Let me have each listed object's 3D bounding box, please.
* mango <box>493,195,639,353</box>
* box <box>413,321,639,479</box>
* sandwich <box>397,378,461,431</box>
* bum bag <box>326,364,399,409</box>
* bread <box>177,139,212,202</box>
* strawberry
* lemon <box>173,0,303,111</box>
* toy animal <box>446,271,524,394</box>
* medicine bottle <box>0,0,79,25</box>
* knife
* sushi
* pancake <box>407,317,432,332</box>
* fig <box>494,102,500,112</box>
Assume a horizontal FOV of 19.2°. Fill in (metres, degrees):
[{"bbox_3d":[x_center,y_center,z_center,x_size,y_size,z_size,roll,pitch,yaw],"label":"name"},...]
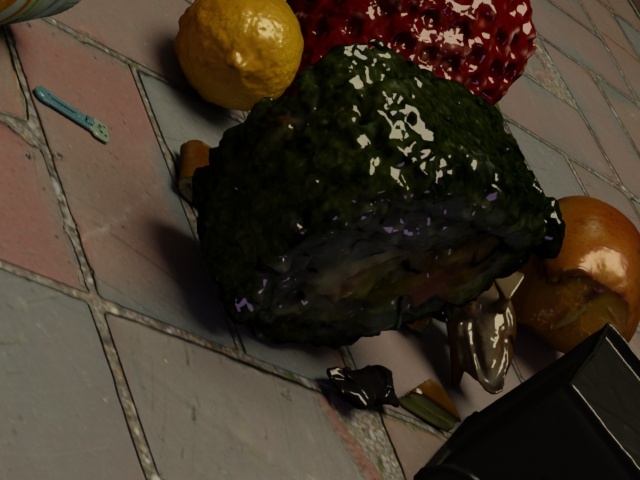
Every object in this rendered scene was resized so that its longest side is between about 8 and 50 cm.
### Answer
[{"bbox_3d":[0.323,0.045,2.454,0.350,0.199,0.201,-91,168,-76],"label":"mango"},{"bbox_3d":[0.301,0.293,1.959,0.345,0.204,0.251,52,21,3],"label":"box"},{"bbox_3d":[0.114,0.169,2.028,0.083,0.031,0.044,36,30,-38],"label":"sandwich"},{"bbox_3d":[0.046,0.149,1.922,0.058,0.034,0.124,49,19,20],"label":"bum bag"},{"bbox_3d":[-0.124,-0.071,1.942,0.047,0.036,0.083,38,23,-22],"label":"bread"},{"bbox_3d":[0.082,-0.233,2.291,0.317,0.295,0.345,46,43,-18],"label":"strawberry"},{"bbox_3d":[-0.091,-0.218,2.104,0.142,0.142,0.187,40,14,-24],"label":"lemon"},{"bbox_3d":[0.181,0.116,2.147,0.179,0.089,0.188,93,-5,-54],"label":"toy animal"},{"bbox_3d":[-0.327,-0.265,1.691,0.158,0.158,0.318,52,23,4],"label":"medicine bottle"},{"bbox_3d":[-0.239,-0.124,1.836,0.096,0.010,0.027,32,28,-38],"label":"knife"},{"bbox_3d":[0.042,-0.026,1.847,0.352,0.294,0.178,16,43,-53],"label":"sushi"},{"bbox_3d":[0.094,-0.029,2.171,0.244,0.057,0.266,-22,90,-41],"label":"pancake"},{"bbox_3d":[0.146,-0.170,2.508,0.186,0.148,0.142,17,26,-3],"label":"fig"}]
